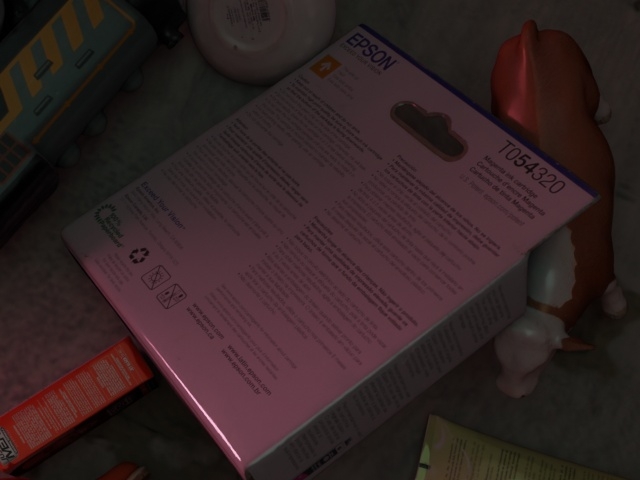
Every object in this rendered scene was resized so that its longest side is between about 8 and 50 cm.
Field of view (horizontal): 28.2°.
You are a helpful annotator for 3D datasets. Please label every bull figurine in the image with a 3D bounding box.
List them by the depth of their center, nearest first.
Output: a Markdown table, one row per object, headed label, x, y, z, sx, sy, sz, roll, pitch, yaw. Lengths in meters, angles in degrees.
| label | x | y | z | sx | sy | sz | roll | pitch | yaw |
| --- | --- | --- | --- | --- | --- | --- | --- | --- | --- |
| bull figurine | 0.194 | -0.022 | 1.049 | 0.101 | 0.188 | 0.310 | -2 | 78 | 21 |

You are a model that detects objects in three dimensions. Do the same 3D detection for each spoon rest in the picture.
| label | x | y | z | sx | sy | sz | roll | pitch | yaw |
| --- | --- | --- | --- | --- | --- | --- | --- | --- | --- |
| spoon rest | -0.064 | -0.269 | 1.108 | 0.137 | 0.084 | 0.276 | -4 | 114 | 12 |

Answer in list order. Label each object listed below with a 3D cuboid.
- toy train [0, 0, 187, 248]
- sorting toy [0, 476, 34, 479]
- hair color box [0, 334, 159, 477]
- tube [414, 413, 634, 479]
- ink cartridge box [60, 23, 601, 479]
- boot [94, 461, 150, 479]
| label | x | y | z | sx | sy | sz | roll | pitch | yaw |
| --- | --- | --- | --- | --- | --- | --- | --- | --- | --- |
| toy train | -0.265 | -0.147 | 1.090 | 0.190 | 0.142 | 0.334 | 40 | 75 | -6 |
| sorting toy | -0.248 | 0.278 | 0.912 | 0.255 | 0.257 | 0.089 | -29 | 56 | -1 |
| hair color box | -0.205 | 0.138 | 1.048 | 0.141 | 0.072 | 0.043 | -32 | 80 | -10 |
| tube | 0.198 | 0.217 | 1.068 | 0.240 | 0.062 | 0.070 | 13 | 32 | 4 |
| ink cartridge box | 0.000 | 0.000 | 1.017 | 0.330 | 0.071 | 0.324 | -35 | 46 | -11 |
| boot | -0.217 | 0.217 | 1.036 | 0.158 | 0.059 | 0.084 | -35 | 76 | -10 |
